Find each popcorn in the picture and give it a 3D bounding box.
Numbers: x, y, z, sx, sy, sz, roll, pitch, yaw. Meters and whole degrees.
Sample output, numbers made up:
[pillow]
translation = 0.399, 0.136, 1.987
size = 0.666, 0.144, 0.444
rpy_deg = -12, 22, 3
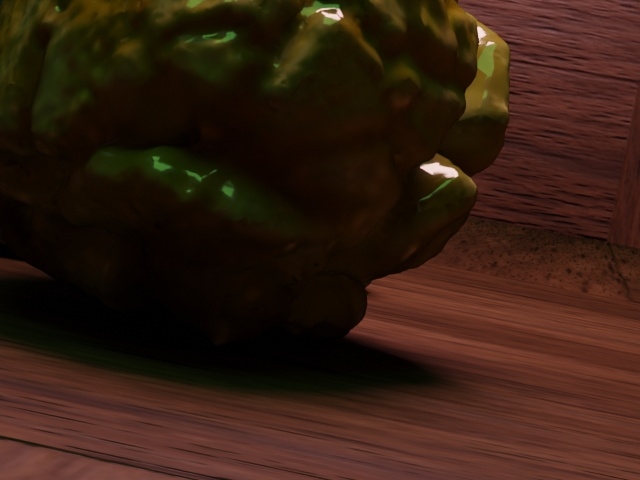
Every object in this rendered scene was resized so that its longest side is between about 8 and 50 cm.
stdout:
[popcorn]
translation = -0.052, -0.076, 0.844
size = 0.282, 0.247, 0.282
rpy_deg = 23, -2, 1

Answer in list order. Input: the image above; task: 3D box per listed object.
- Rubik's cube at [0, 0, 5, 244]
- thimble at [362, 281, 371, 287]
[Rubik's cube]
translation = -0.202, -0.131, 1.090
size = 0.253, 0.256, 0.259
rpy_deg = 8, 4, -5
[thimble]
translation = 0.000, 0.000, 1.146
size = 0.084, 0.062, 0.110
rpy_deg = 9, 4, 5
